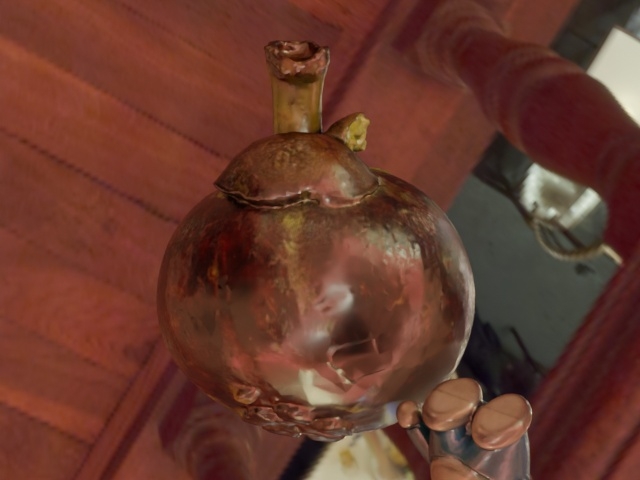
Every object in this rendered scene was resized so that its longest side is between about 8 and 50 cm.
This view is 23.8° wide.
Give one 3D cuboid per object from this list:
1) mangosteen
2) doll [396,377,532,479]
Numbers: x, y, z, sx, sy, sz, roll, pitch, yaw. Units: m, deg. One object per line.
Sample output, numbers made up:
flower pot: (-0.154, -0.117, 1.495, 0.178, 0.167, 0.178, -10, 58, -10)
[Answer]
mangosteen: (0.000, 0.000, 1.103, 0.231, 0.231, 0.289, 5, 85, -12)
doll: (0.094, 0.154, 0.894, 0.085, 0.114, 0.152, -38, 136, -40)
